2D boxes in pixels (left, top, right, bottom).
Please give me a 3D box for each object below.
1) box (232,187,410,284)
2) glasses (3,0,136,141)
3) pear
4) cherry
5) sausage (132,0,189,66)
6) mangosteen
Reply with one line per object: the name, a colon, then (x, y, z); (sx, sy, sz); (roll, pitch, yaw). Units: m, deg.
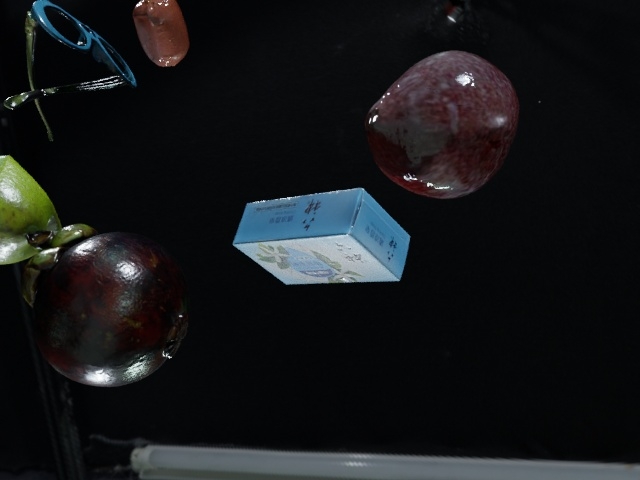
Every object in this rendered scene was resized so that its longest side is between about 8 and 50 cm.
box: (0.000, 0.000, 0.996); (0.232, 0.142, 0.083); (-3, -122, 39)
glasses: (-0.401, -0.256, 1.054); (0.102, 0.239, 0.207); (22, -89, 21)
pear: (-0.677, -0.043, 1.352); (0.282, 0.176, 0.286); (19, -40, 28)
cherry: (0.191, -0.178, 1.033); (0.203, 0.300, 0.230); (47, -48, 33)
sausage: (-0.194, -0.254, 0.796); (0.059, 0.054, 0.094); (23, -28, 15)
mangosteen: (-0.389, 0.114, 1.196); (0.311, 0.311, 0.311); (4, -77, 18)
